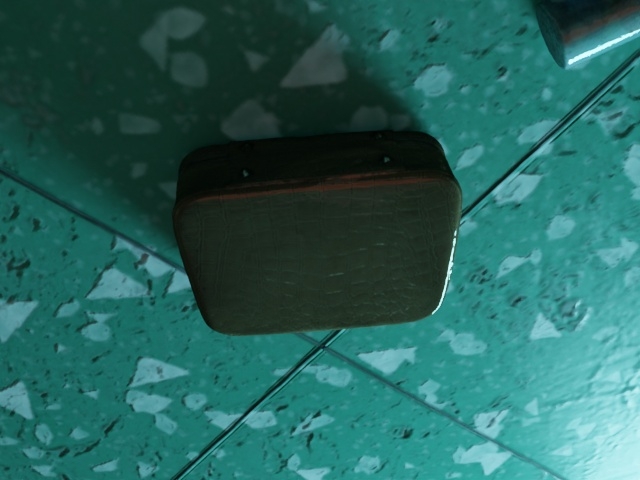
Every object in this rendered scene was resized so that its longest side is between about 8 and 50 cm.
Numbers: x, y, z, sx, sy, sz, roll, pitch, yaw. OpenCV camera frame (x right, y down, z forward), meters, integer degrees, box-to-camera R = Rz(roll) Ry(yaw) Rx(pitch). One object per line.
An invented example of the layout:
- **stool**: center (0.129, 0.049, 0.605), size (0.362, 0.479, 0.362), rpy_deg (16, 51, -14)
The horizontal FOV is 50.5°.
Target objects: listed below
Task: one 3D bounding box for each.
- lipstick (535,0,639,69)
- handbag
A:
- **lipstick**: center (0.213, -0.158, 0.408), size (0.158, 0.048, 0.048), rpy_deg (-24, 124, 13)
- **handbag**: center (0.000, 0.000, 0.491), size (0.194, 0.072, 0.151), rpy_deg (-7, 126, -2)
